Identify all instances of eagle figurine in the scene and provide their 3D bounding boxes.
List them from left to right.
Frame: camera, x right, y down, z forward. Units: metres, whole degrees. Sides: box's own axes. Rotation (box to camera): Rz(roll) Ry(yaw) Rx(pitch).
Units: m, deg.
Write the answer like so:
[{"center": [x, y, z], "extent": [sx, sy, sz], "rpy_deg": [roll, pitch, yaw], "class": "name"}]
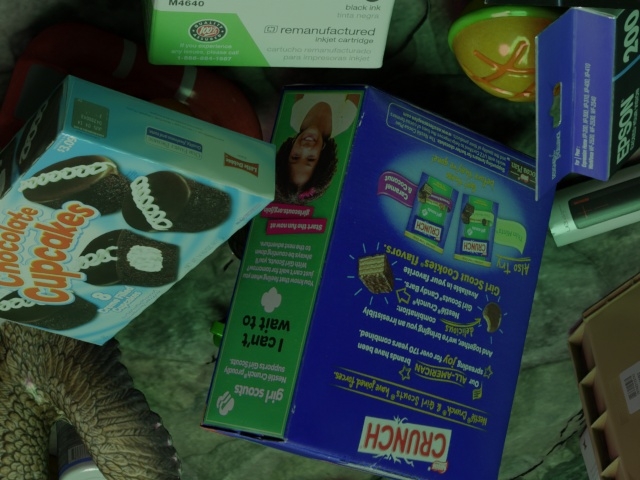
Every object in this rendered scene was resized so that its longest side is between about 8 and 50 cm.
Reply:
[{"center": [-0.252, 0.165, 1.823], "extent": [0.225, 0.298, 0.226], "rpy_deg": [14, 134, -24], "class": "eagle figurine"}]

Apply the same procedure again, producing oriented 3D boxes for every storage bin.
[{"center": [0.400, 0.146, 1.944], "extent": [0.123, 0.262, 0.260], "rpy_deg": [28, 128, -33], "class": "storage bin"}]

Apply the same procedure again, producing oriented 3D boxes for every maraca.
[{"center": [0.186, -0.166, 1.677], "extent": [0.127, 0.099, 0.186], "rpy_deg": [-4, 161, 29], "class": "maraca"}]

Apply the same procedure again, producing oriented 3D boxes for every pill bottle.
[{"center": [-0.237, 0.204, 1.994], "extent": [0.078, 0.137, 0.078], "rpy_deg": [-5, 138, -4], "class": "pill bottle"}]

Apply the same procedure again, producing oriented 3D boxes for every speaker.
[{"center": [0.287, -0.039, 1.872], "extent": [0.136, 0.055, 0.055], "rpy_deg": [-18, 138, 11], "class": "speaker"}]

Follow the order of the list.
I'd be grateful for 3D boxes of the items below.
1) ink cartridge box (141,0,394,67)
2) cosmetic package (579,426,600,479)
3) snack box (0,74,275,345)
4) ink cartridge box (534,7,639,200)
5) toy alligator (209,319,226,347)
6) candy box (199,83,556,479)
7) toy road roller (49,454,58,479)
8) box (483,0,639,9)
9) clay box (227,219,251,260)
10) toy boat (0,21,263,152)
[{"center": [-0.033, -0.271, 1.502], "extent": [0.198, 0.114, 0.273], "rpy_deg": [0, 138, -10], "class": "ink cartridge box"}, {"center": [0.427, 0.233, 2.186], "extent": [0.231, 0.085, 0.117], "rpy_deg": [2, 138, -14], "class": "cosmetic package"}, {"center": [-0.196, -0.015, 1.603], "extent": [0.187, 0.060, 0.322], "rpy_deg": [17, 147, -26], "class": "snack box"}, {"center": [0.261, -0.154, 1.649], "extent": [0.208, 0.045, 0.206], "rpy_deg": [-43, 148, -26], "class": "ink cartridge box"}, {"center": [-0.054, 0.122, 2.003], "extent": [0.190, 0.056, 0.051], "rpy_deg": [28, 169, -37], "class": "toy alligator"}, {"center": [0.061, 0.050, 1.710], "extent": [0.268, 0.317, 0.122], "rpy_deg": [21, 167, -40], "class": "candy box"}, {"center": [-0.349, 0.367, 2.074], "extent": [0.329, 0.202, 0.240], "rpy_deg": [26, 113, -34], "class": "toy road roller"}, {"center": [0.212, -0.262, 1.532], "extent": [0.180, 0.147, 0.077], "rpy_deg": [2, 138, -10], "class": "box"}, {"center": [0.000, 0.000, 1.810], "extent": [0.053, 0.127, 0.222], "rpy_deg": [-36, 133, 27], "class": "clay box"}, {"center": [-0.150, -0.093, 1.633], "extent": [0.231, 0.151, 0.151], "rpy_deg": [18, 177, -28], "class": "toy boat"}]
